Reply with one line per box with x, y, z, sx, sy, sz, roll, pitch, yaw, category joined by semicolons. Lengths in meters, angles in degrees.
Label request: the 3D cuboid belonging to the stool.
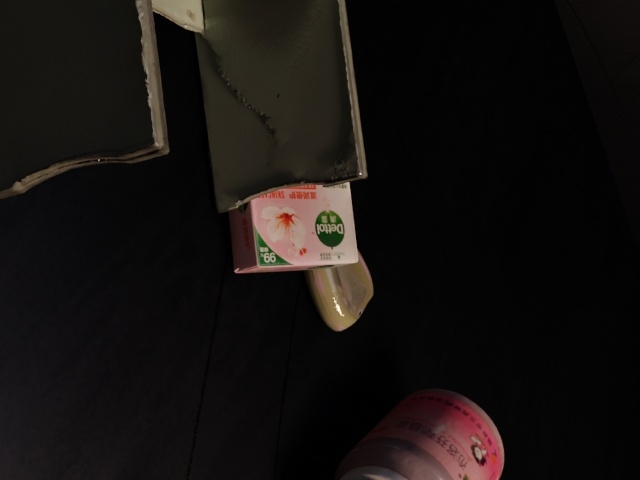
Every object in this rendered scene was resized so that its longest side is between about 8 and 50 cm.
-0.109;-0.168;0.581;0.244;0.170;0.269;2;79;-56;stool

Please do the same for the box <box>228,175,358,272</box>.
-0.026;-0.016;0.744;0.125;0.043;0.089;-3;82;-38;box

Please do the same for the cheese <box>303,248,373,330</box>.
0.000;0.000;0.820;0.192;0.037;0.097;65;34;-19;cheese

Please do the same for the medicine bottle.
0.090;0.258;0.782;0.247;0.147;0.147;-24;101;-58;medicine bottle
